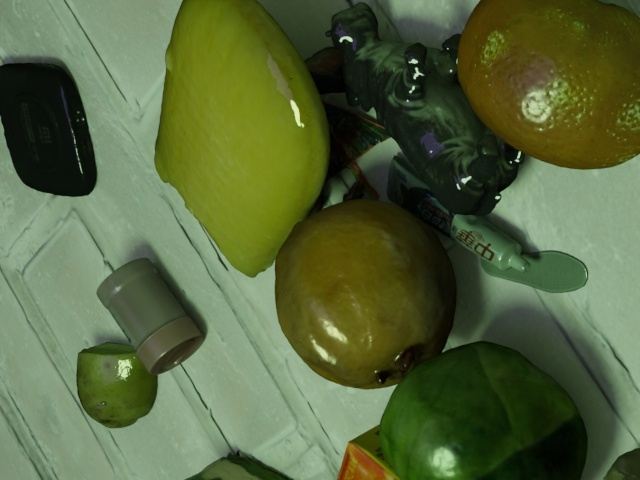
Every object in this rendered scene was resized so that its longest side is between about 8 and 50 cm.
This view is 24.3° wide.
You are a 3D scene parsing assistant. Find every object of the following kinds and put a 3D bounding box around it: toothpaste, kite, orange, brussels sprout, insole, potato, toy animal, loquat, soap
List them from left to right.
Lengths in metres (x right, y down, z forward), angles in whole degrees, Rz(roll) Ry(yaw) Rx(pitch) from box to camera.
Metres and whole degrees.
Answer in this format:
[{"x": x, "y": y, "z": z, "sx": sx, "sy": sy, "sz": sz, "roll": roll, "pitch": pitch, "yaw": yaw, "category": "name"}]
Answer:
[{"x": -0.316, "y": 0.240, "z": 2.333, "sx": 0.120, "sy": 0.081, "sz": 0.149, "roll": 1, "pitch": 107, "yaw": 48, "category": "potato"}, {"x": -0.101, "y": -0.149, "z": 1.887, "sx": 0.306, "sy": 0.115, "sz": 0.427, "roll": 60, "pitch": 155, "yaw": 16, "category": "soap"}, {"x": 0.029, "y": -0.116, "z": 1.879, "sx": 0.190, "sy": 0.010, "sz": 0.159, "roll": -32, "pitch": 84, "yaw": 49, "category": "kite"}, {"x": 0.054, "y": 0.064, "z": 1.785, "sx": 0.238, "sy": 0.238, "sz": 0.193, "roll": 48, "pitch": 176, "yaw": 20, "category": "loquat"}, {"x": 0.105, "y": -0.171, "z": 1.712, "sx": 0.343, "sy": 0.106, "sz": 0.168, "roll": 44, "pitch": 141, "yaw": 32, "category": "toy animal"}, {"x": 0.161, "y": -0.024, "z": 1.763, "sx": 0.233, "sy": 0.038, "sz": 0.060, "roll": 36, "pitch": 130, "yaw": 35, "category": "toothpaste"}, {"x": 0.196, "y": 0.247, "z": 1.719, "sx": 0.210, "sy": 0.219, "sz": 0.271, "roll": 41, "pitch": 154, "yaw": 47, "category": "brussels sprout"}, {"x": 0.246, "y": 0.032, "z": 1.723, "sx": 0.152, "sy": 0.002, "sz": 0.053, "roll": 12, "pitch": 115, "yaw": 42, "category": "insole"}, {"x": 0.240, "y": -0.176, "z": 1.525, "sx": 0.237, "sy": 0.158, "sz": 0.179, "roll": 43, "pitch": 131, "yaw": 25, "category": "orange"}]

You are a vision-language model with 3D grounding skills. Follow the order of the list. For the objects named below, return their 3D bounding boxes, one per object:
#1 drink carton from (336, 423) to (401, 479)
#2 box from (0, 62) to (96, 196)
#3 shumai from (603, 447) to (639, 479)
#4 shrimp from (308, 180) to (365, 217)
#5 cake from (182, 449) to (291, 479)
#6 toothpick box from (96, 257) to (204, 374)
[{"x": 0.176, "y": 0.388, "z": 1.871, "sx": 0.351, "sy": 0.111, "sz": 0.154, "roll": 36, "pitch": 130, "yaw": 28, "category": "drink carton"}, {"x": -0.434, "y": -0.171, "z": 2.307, "sx": 0.201, "sy": 0.042, "sz": 0.212, "roll": 5, "pitch": 111, "yaw": 43, "category": "box"}, {"x": 0.353, "y": 0.312, "z": 1.547, "sx": 0.262, "sy": 0.314, "sz": 0.267, "roll": 31, "pitch": 112, "yaw": 54, "category": "shumai"}, {"x": 0.004, "y": 0.000, "z": 1.934, "sx": 0.133, "sy": 0.053, "sz": 0.236, "roll": 61, "pitch": 147, "yaw": 34, "category": "shrimp"}, {"x": -0.067, "y": 0.447, "z": 2.117, "sx": 0.283, "sy": 0.158, "sz": 0.172, "roll": 20, "pitch": 121, "yaw": 36, "category": "cake"}, {"x": -0.252, "y": 0.112, "z": 2.199, "sx": 0.149, "sy": 0.098, "sz": 0.098, "roll": 54, "pitch": 136, "yaw": 16, "category": "toothpick box"}]
